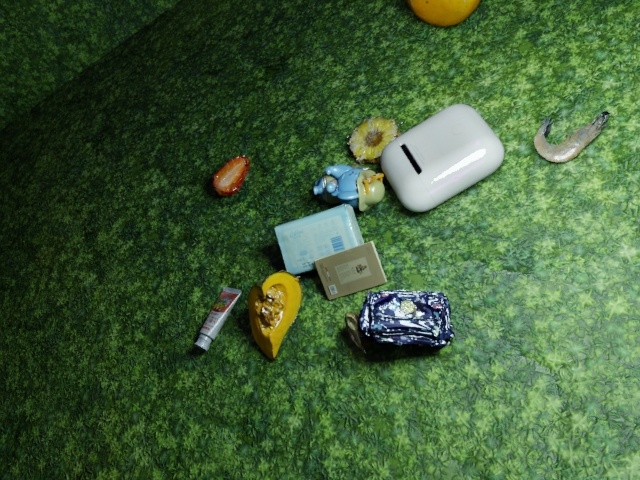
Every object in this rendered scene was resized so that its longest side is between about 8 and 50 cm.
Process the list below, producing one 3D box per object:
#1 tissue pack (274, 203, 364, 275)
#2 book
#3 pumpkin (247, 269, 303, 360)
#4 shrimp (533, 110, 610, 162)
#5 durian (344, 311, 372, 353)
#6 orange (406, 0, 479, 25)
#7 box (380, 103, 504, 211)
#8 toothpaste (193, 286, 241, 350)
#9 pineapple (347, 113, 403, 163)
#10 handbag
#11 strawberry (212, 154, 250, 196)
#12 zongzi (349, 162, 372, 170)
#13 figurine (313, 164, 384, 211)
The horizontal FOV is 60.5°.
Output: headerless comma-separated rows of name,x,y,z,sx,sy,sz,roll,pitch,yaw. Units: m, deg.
tissue pack,0.000,0.000,1.776,0.264,0.089,0.177,-17,90,23
book,0.092,0.095,1.704,0.199,0.016,0.138,-19,93,19
pumpkin,-0.140,0.219,1.759,0.111,0.163,0.278,10,113,47
shrimp,0.734,-0.321,1.614,0.219,0.046,0.152,-38,54,6
durian,0.123,0.264,1.588,0.071,0.110,0.140,-18,52,-10
orange,0.448,-0.936,1.981,0.312,0.312,0.311,-14,56,22
box,0.373,-0.262,1.722,0.349,0.141,0.288,-31,53,11
toothpaste,-0.355,0.266,1.891,0.089,0.057,0.234,8,59,36
pineapple,0.199,-0.356,1.946,0.221,0.047,0.221,-12,61,23
handbag,0.236,0.217,1.511,0.261,0.113,0.161,4,63,3
strawberry,-0.343,-0.248,2.176,0.121,0.082,0.188,36,73,19
zongzi,0.132,-0.228,1.915,0.083,0.040,0.076,19,79,18
figurine,0.085,-0.173,1.823,0.262,0.180,0.153,3,84,23
